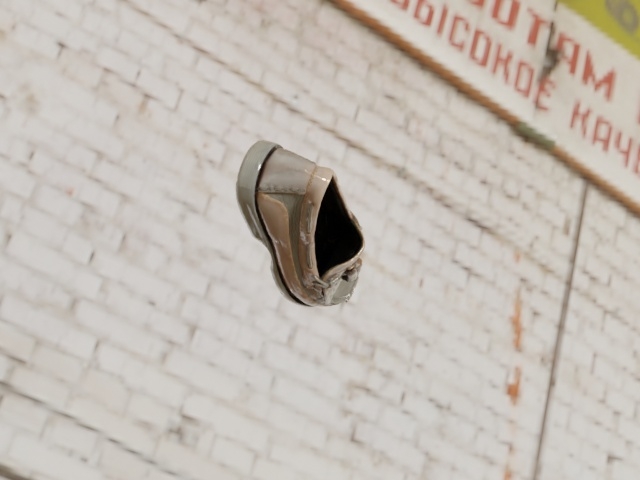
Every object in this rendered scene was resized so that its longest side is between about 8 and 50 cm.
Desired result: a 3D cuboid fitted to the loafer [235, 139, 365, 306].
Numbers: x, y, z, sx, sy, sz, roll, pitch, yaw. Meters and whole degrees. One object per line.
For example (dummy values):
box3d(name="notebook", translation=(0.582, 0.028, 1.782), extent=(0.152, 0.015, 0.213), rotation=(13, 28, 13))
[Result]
box3d(name="loafer", translation=(0.000, 0.000, 0.618), extent=(0.039, 0.045, 0.125), rotation=(12, -21, 23))
